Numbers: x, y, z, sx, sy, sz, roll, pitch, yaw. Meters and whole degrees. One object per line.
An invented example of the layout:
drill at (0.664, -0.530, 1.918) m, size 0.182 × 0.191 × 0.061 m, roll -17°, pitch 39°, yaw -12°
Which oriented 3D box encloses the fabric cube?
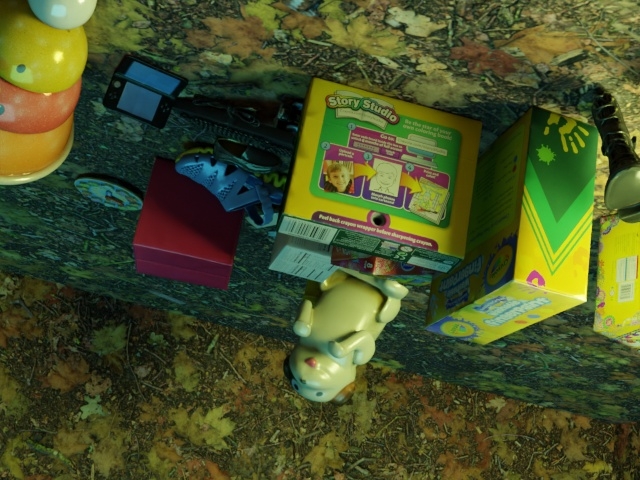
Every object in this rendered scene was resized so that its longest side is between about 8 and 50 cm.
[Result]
fabric cube at (-0.345, -0.038, 2.277) m, size 0.258 × 0.254 × 0.259 m, roll 12°, pitch 159°, yaw -6°

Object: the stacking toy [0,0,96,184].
stacking toy at (-0.561, -0.359, 1.587) m, size 0.351 × 0.350 × 0.480 m, roll 22°, pitch 139°, yaw -27°

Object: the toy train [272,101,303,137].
toy train at (-0.022, -0.235, 1.833) m, size 0.184 × 0.080 × 0.105 m, roll 22°, pitch 163°, yaw -26°

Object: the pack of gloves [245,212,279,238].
pack of gloves at (-0.067, -0.062, 2.386) m, size 0.232 × 0.046 × 0.195 m, roll -9°, pitch 154°, yaw 21°

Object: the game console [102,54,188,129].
game console at (-0.375, -0.314, 1.806) m, size 0.144 × 0.124 × 0.085 m, roll 21°, pitch -176°, yaw -23°

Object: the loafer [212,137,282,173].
loafer at (-0.175, -0.204, 2.020) m, size 0.170 × 0.062 × 0.061 m, roll 10°, pitch 155°, yaw -1°

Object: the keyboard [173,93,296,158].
keyboard at (-0.188, -0.250, 1.829) m, size 0.317 × 0.033 × 0.201 m, roll 19°, pitch 164°, yaw 24°

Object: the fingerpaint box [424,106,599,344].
fingerpaint box at (0.396, -0.009, 1.788) m, size 0.163 × 0.371 × 0.445 m, roll 15°, pitch 159°, yaw -10°

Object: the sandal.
sandal at (-0.216, -0.134, 2.120) m, size 0.318 × 0.138 × 0.126 m, roll 20°, pitch 160°, yaw -17°

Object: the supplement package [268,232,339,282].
supplement package at (-0.013, -0.060, 2.021) m, size 0.145 × 0.261 × 0.204 m, roll 15°, pitch 159°, yaw -10°

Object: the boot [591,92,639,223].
boot at (0.528, -0.163, 1.510) m, size 0.091 × 0.228 × 0.263 m, roll -18°, pitch 158°, yaw 19°

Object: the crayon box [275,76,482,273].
crayon box at (0.120, -0.131, 1.689) m, size 0.363 × 0.313 × 0.106 m, roll 14°, pitch 156°, yaw -6°

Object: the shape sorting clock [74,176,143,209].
shape sorting clock at (-0.618, -0.133, 2.469) m, size 0.206 × 0.040 × 0.206 m, roll 10°, pitch 159°, yaw 4°

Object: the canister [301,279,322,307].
canister at (0.002, 0.134, 2.660) m, size 0.073 × 0.169 × 0.126 m, roll 3°, pitch 158°, yaw 21°

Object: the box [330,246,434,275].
box at (0.151, 0.006, 1.862) m, size 0.123 × 0.128 × 0.257 m, roll 14°, pitch -175°, yaw 37°

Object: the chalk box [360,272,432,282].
chalk box at (0.215, 0.004, 2.115) m, size 0.179 × 0.180 × 0.289 m, roll 12°, pitch 171°, yaw -4°

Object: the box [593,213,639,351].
box at (0.808, 0.107, 1.989) m, size 0.279 × 0.289 × 0.177 m, roll 23°, pitch 156°, yaw -30°

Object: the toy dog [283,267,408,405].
toy dog at (0.041, 0.276, 2.494) m, size 0.285 × 0.407 × 0.395 m, roll 26°, pitch 173°, yaw 9°
